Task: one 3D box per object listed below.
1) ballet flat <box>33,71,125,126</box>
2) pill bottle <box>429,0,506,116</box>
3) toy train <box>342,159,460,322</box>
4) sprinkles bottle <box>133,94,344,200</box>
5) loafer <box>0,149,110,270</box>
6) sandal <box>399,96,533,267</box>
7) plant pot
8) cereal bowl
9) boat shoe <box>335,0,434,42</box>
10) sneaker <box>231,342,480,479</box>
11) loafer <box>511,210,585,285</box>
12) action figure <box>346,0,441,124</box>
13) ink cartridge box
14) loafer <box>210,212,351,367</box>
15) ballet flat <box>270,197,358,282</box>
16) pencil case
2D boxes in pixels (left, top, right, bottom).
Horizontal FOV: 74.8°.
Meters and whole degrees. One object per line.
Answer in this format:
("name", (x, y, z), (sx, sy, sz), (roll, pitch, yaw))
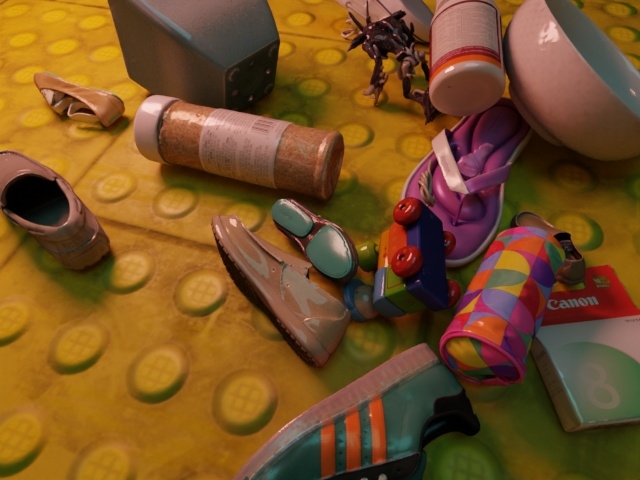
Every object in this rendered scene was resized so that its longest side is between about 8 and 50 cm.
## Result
("ballet flat", (-0.522, -0.293, 0.874), (0.233, 0.080, 0.073), (18, 72, 16))
("pill bottle", (0.251, -0.339, 0.728), (0.121, 0.121, 0.221), (4, 68, 5))
("toy train", (0.110, -0.001, 0.615), (0.143, 0.105, 0.247), (-28, 37, 36))
("sprinkles bottle", (-0.143, -0.165, 0.738), (0.356, 0.121, 0.121), (15, 56, 12))
("loafer", (-0.467, -0.075, 0.690), (0.320, 0.111, 0.112), (33, 62, 22))
("sandal", (0.255, -0.139, 0.716), (0.170, 0.102, 0.416), (23, 59, 18))
("plant pot", (-0.222, -0.393, 0.839), (0.252, 0.247, 0.248), (42, 64, 8))
("cereal bowl", (0.446, -0.274, 0.745), (0.339, 0.141, 0.338), (19, 52, -26))
("boat shoe", (0.106, -0.563, 1.014), (0.367, 0.156, 0.135), (28, 50, -14))
("sneaker", (0.042, 0.235, 0.453), (0.302, 0.108, 0.121), (-28, 54, -19))
("loafer", (0.352, 0.000, 0.640), (0.056, 0.050, 0.148), (-17, 48, -11))
("action figure", (0.157, -0.353, 0.856), (0.164, 0.141, 0.275), (-35, 76, -19))
("ink cartridge box", (0.371, 0.124, 0.557), (0.181, 0.056, 0.224), (-6, 56, -3))
("loafer", (-0.059, 0.055, 0.597), (0.092, 0.102, 0.268), (-34, 69, -22))
("ballet flat", (0.000, 0.000, 0.640), (0.074, 0.074, 0.203), (-32, 48, -19))
("pencil case", (0.242, 0.077, 0.535), (0.105, 0.104, 0.236), (31, 52, 22))
